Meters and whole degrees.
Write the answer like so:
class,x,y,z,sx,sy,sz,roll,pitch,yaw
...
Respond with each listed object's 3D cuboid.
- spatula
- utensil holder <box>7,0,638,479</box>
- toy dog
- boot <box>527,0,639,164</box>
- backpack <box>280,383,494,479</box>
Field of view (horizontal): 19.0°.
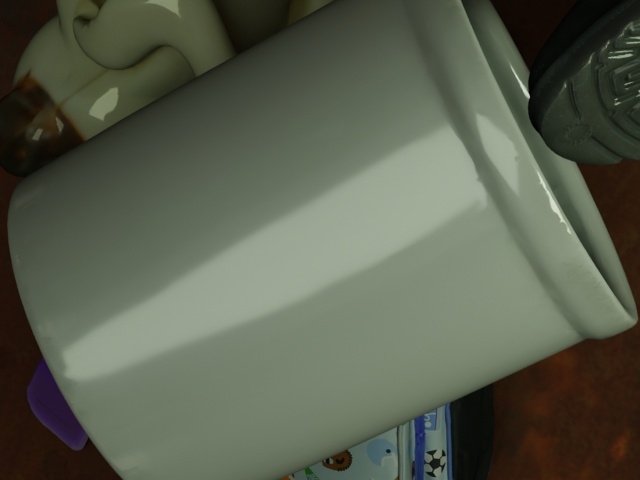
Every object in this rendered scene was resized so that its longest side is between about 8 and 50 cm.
class,x,y,z,sx,sy,sz,roll,pitch,yaw
spatula,-0.211,0.083,1.912,0.084,0.030,0.296,38,113,12
utensil holder,0.000,0.000,1.477,0.385,0.327,0.328,-27,91,11
toy dog,-0.159,-0.222,1.691,0.395,0.284,0.408,21,111,16
boot,0.239,-0.308,1.450,0.367,0.146,0.445,-35,49,10
backpack,0.014,0.133,1.750,0.263,0.213,0.277,11,109,30
